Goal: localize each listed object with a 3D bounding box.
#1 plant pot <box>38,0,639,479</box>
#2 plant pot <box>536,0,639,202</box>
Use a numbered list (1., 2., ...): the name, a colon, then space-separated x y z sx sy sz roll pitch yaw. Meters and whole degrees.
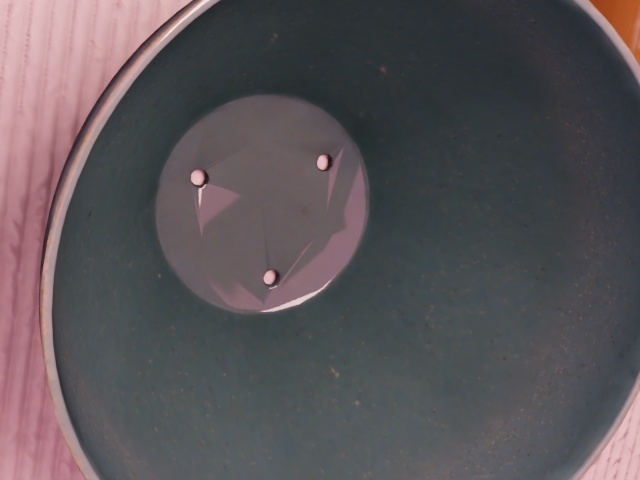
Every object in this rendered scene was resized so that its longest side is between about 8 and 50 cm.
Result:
1. plant pot: 0.000 0.000 0.445 0.290 0.195 0.290 -6 106 -21
2. plant pot: 0.232 -0.101 0.525 0.205 0.205 0.187 9 85 -24
